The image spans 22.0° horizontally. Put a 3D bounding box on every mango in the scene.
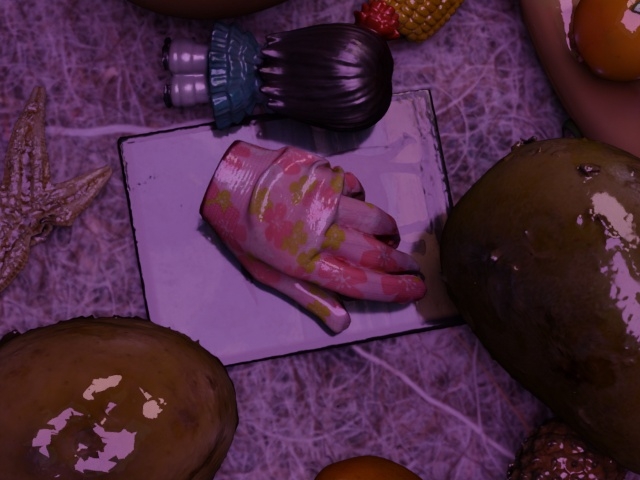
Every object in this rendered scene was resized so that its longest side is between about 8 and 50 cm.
[{"bbox_3d":[0.065,0.278,1.662,0.165,0.089,0.115,12,70,22],"label":"mango"}]

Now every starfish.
[{"bbox_3d":[-0.335,-0.036,1.703,0.138,0.050,0.247,45,77,3],"label":"starfish"}]

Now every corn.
[{"bbox_3d":[0.149,-0.320,1.745,0.093,0.093,0.244,39,100,1],"label":"corn"}]

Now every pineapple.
[{"bbox_3d":[0.206,0.304,1.683,0.125,0.125,0.251,39,86,1],"label":"pineapple"}]

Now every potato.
[{"bbox_3d":[-0.222,0.184,1.596,0.285,0.242,0.243,13,80,-4],"label":"potato"},{"bbox_3d":[0.282,0.058,1.616,0.219,0.270,0.359,-21,54,-32],"label":"potato"}]

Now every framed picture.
[{"bbox_3d":[-0.025,-0.010,1.749,0.347,0.016,0.265,-9,83,-7],"label":"framed picture"}]

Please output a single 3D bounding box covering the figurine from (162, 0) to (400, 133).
[{"bbox_3d":[-0.040,-0.181,1.713,0.245,0.110,0.138,1,106,4],"label":"figurine"}]

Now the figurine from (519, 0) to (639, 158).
[{"bbox_3d":[0.304,-0.195,1.707,0.124,0.222,0.325,-26,86,-7],"label":"figurine"}]

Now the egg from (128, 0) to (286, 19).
[{"bbox_3d":[-0.086,-0.384,1.654,0.374,0.301,0.301,-31,86,-14],"label":"egg"}]

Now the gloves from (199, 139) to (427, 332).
[{"bbox_3d":[0.001,-0.004,1.686,0.241,0.126,0.145,26,75,6],"label":"gloves"}]
